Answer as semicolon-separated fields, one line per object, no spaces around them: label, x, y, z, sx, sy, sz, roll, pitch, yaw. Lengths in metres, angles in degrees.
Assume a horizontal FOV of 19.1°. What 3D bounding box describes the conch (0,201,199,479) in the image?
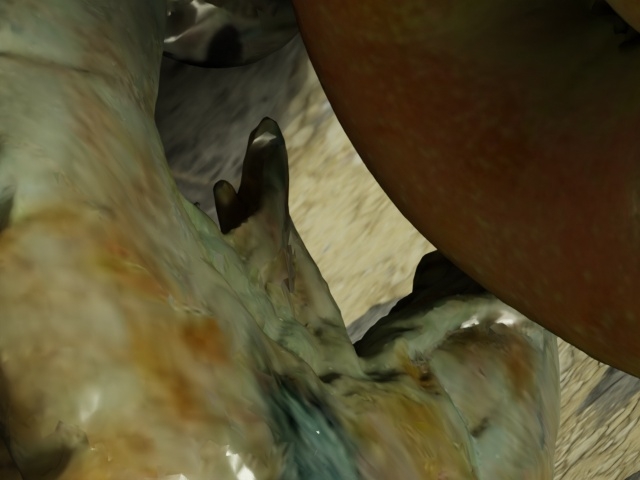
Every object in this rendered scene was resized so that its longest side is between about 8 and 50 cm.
conch;-0.110;0.101;0.636;0.210;0.159;0.291;-17;-143;39

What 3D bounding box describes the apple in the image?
apple;0.144;-0.103;0.506;0.277;0.319;0.319;-49;163;-26

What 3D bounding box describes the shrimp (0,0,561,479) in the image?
shrimp;0.000;0.000;0.582;0.085;0.247;0.360;-29;178;25
